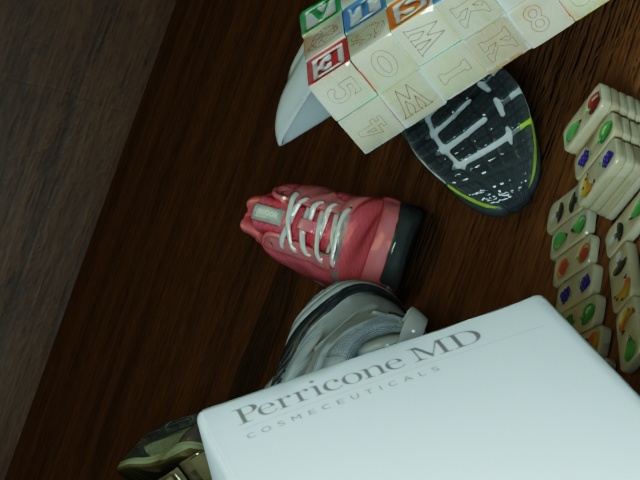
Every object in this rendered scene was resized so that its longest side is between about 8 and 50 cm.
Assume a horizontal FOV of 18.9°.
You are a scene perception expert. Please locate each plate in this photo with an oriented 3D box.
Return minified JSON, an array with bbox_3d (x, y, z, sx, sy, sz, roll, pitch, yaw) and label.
[{"bbox_3d":[0.062,-0.247,1.947,0.278,0.045,0.277,-38,-19,-56],"label":"plate"}]

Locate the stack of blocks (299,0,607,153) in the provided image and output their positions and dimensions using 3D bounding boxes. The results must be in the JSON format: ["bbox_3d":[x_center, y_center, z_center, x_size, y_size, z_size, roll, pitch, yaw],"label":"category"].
[{"bbox_3d":[0.127,-0.222,1.633,0.297,0.087,0.171,-32,31,17],"label":"stack of blocks"}]

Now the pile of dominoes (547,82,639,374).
[{"bbox_3d":[0.212,-0.007,1.418,0.196,0.040,0.251,-56,21,39],"label":"pile of dominoes"}]

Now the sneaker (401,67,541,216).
[{"bbox_3d":[0.124,-0.111,1.729,0.111,0.121,0.300,-32,41,3],"label":"sneaker"}]

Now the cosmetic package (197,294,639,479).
[{"bbox_3d":[0.111,0.216,0.966,0.453,0.230,0.161,-129,23,-61],"label":"cosmetic package"}]

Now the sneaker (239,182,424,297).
[{"bbox_3d":[0.000,0.001,1.918,0.314,0.136,0.116,-177,106,-73],"label":"sneaker"}]

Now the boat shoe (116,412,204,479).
[{"bbox_3d":[-0.172,0.250,2.287,0.223,0.080,0.073,-26,40,60],"label":"boat shoe"}]

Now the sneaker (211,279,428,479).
[{"bbox_3d":[-0.001,0.209,1.666,0.365,0.137,0.210,-68,13,-5],"label":"sneaker"}]

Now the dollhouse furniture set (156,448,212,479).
[{"bbox_3d":[-0.160,0.341,1.967,0.212,0.161,0.242,-35,-1,-41],"label":"dollhouse furniture set"}]
